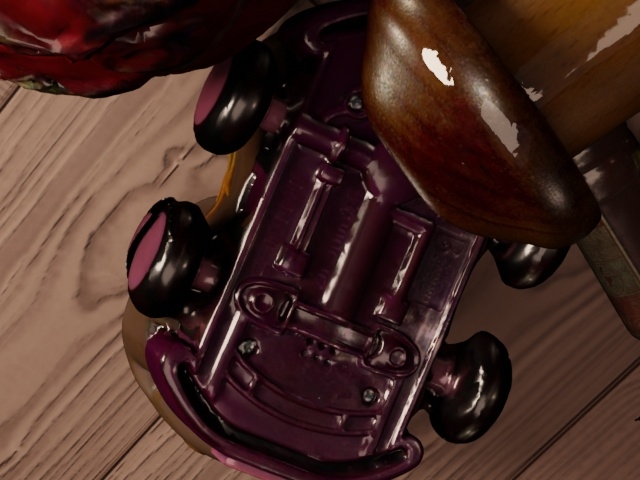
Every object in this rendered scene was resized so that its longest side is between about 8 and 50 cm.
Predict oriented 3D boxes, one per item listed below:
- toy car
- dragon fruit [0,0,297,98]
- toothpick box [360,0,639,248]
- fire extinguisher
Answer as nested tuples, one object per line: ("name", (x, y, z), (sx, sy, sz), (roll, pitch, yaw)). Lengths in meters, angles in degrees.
("toy car", (0.000, 0.000, 1.191), (0.271, 0.240, 0.341), (25, 89, -18))
("dragon fruit", (-0.134, -0.239, 1.011), (0.329, 0.329, 0.329), (3, 116, 6))
("toothpick box", (0.163, -0.131, 0.996), (0.294, 0.192, 0.192), (-38, 107, 3))
("fire extinguisher", (0.226, 0.031, 1.238), (0.106, 0.075, 0.252), (-33, 110, -1))
